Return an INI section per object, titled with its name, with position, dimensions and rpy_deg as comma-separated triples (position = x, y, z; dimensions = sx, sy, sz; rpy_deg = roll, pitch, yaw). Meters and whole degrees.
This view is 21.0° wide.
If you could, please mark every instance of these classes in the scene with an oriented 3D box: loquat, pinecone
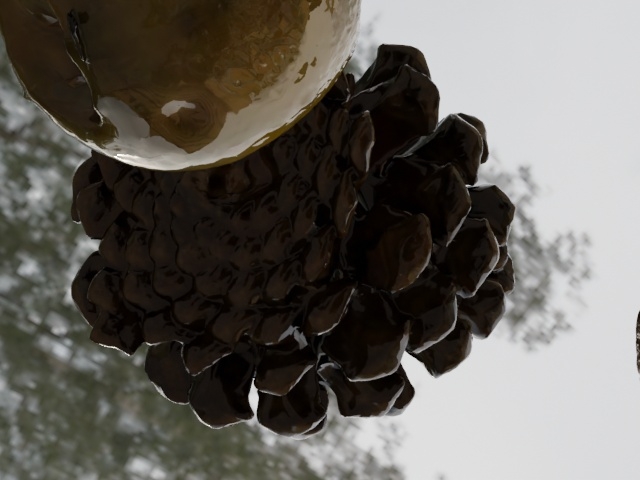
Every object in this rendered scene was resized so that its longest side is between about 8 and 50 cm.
[loquat]
position = -0.077, -0.163, 1.028
dimensions = 0.244, 0.244, 0.244
rpy_deg = -20, -126, 30
[pinecone]
position = 0.000, 0.000, 1.454
dimensions = 0.384, 0.384, 0.384
rpy_deg = -20, -126, 30

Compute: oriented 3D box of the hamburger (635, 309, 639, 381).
[hamburger]
position = 0.226, 0.068, 1.073
dimensions = 0.044, 0.083, 0.076
rpy_deg = -30, -143, -28
